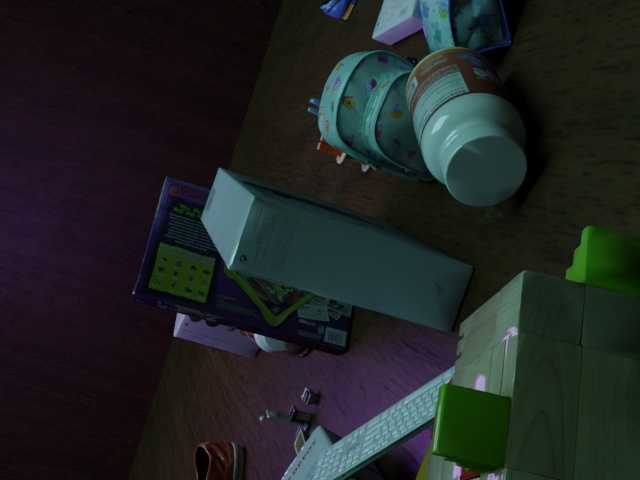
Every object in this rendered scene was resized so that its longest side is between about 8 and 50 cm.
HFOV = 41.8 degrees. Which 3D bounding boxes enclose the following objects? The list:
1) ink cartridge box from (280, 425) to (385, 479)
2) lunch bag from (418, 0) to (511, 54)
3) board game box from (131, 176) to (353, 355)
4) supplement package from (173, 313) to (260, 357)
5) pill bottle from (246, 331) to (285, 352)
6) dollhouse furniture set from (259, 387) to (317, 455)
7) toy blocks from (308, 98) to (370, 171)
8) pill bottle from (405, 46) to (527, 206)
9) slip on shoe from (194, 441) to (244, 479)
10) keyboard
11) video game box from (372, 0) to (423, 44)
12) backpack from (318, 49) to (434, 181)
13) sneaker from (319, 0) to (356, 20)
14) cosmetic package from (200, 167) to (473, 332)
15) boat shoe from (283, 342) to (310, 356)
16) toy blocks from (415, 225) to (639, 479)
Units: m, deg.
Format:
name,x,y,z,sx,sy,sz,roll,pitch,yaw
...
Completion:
name,x,y,z,sx,sy,sz,roll,pitch,yaw
ink cartridge box,0.013,0.342,1.029,0.153,0.087,0.208,-56,16,1
lunch bag,0.185,-0.326,1.126,0.129,0.096,0.151,-132,21,-72
board game box,-0.108,0.043,1.348,0.056,0.346,0.208,136,149,-65
supplement package,-0.196,0.123,1.851,0.149,0.194,0.203,-90,23,-47
pill bottle,-0.095,0.174,1.649,0.152,0.086,0.086,-173,100,-75
dollhouse furniture set,-0.049,0.298,1.358,0.114,0.081,0.091,-120,49,-70
toy blocks,0.037,-0.191,1.479,0.054,0.148,0.123,-87,22,-44
pill bottle,0.174,-0.135,0.994,0.216,0.121,0.121,-96,28,-55
slip on shoe,-0.214,0.536,1.634,0.331,0.101,0.123,-92,27,-48
keyboard,0.082,0.208,0.947,0.256,0.014,0.072,-39,19,27
video game box,0.170,-0.462,1.509,0.205,0.048,0.187,-169,95,-74
backpack,0.098,-0.179,1.174,0.144,0.188,0.166,-132,61,-72
sneaker,0.065,-0.632,2.000,0.069,0.082,0.209,-95,28,-59
cosmetic package,0.000,0.000,1.140,0.377,0.284,0.097,-143,73,-73
boat shoe,-0.030,0.141,1.490,0.207,0.073,0.073,124,157,-49
toy blocks,0.146,0.208,0.672,0.261,0.190,0.381,114,169,-66
